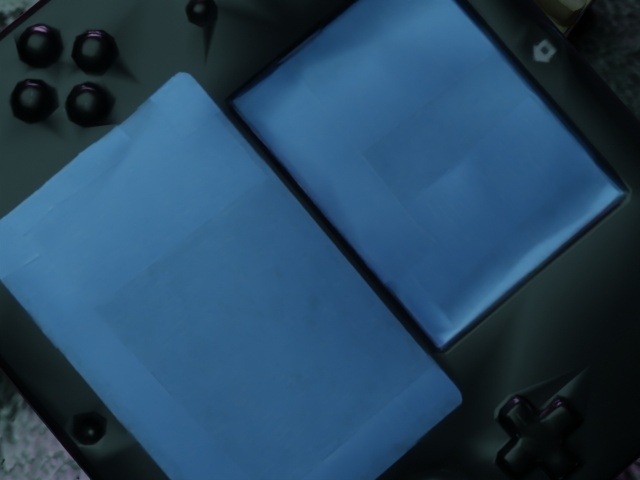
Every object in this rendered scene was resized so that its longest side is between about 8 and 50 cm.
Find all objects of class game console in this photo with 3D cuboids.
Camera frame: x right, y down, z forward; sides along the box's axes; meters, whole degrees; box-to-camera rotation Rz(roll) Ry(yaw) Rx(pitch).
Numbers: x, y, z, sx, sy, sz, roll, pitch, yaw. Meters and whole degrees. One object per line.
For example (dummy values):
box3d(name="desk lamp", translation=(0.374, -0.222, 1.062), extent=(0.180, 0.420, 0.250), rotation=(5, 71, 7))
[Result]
box3d(name="game console", translation=(0.000, 0.000, 0.935), extent=(0.342, 0.060, 0.386), rotation=(-40, 86, -1))

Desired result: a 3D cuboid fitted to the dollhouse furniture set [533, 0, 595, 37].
box3d(name="dollhouse furniture set", translation=(0.017, -0.133, 1.075), extent=(0.242, 0.161, 0.212), rotation=(38, 76, 5))
